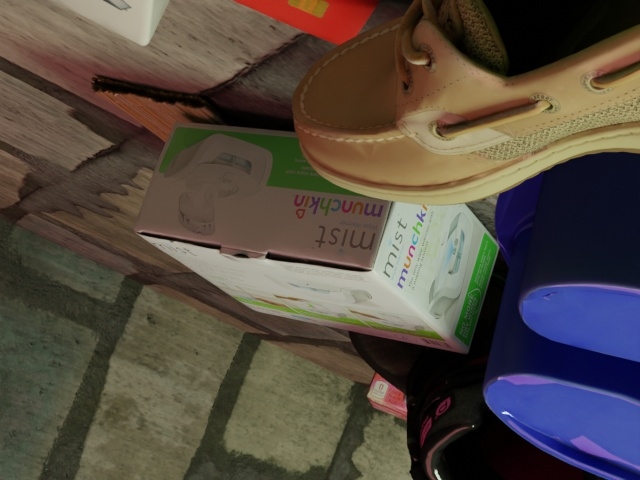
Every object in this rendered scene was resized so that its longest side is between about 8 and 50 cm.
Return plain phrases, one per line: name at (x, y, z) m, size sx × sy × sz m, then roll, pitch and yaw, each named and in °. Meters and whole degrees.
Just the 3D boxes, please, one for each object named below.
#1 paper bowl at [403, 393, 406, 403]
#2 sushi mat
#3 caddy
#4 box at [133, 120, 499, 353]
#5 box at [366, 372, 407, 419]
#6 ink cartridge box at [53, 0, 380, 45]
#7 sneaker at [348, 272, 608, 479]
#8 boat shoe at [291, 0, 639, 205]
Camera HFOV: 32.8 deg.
paper bowl at (0.259, 0.187, 1.369) m, size 0.284 × 0.148 × 0.284 m, roll 22°, pitch 167°, yaw 5°
sushi mat at (-0.097, -0.082, 1.161) m, size 0.152 × 0.019 × 0.316 m, roll 13°, pitch 165°, yaw 33°
caddy at (0.270, 0.050, 0.713) m, size 0.342 × 0.179 × 0.241 m, roll 21°, pitch 144°, yaw 9°
box at (0.000, 0.000, 1.034) m, size 0.262 × 0.126 × 0.231 m, roll 9°, pitch 162°, yaw 33°
box at (0.234, 0.230, 1.614) m, size 0.300 × 0.142 × 0.154 m, roll 20°, pitch 168°, yaw 11°
ink cartridge box at (-0.082, -0.181, 0.595) m, size 0.261 × 0.066 × 0.296 m, roll 25°, pitch 168°, yaw -6°
sneaker at (0.164, 0.157, 1.078) m, size 0.202 × 0.185 × 0.483 m, roll 4°, pitch -160°, yaw -35°
boat shoe at (0.096, -0.100, 0.531) m, size 0.341 × 0.121 × 0.110 m, roll -6°, pitch 146°, yaw 46°
